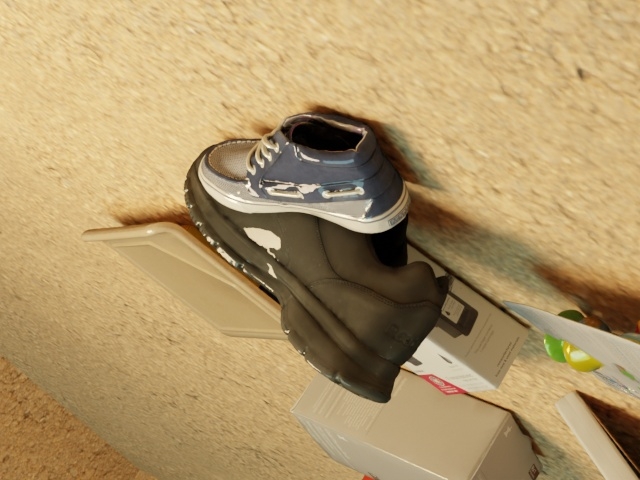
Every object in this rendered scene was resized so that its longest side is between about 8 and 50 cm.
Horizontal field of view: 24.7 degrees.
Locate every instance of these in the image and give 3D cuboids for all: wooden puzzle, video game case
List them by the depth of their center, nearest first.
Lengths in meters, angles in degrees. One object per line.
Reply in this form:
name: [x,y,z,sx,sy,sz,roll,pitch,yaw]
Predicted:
video game case: [0.320,0.274,1.313,0.285,0.025,0.204,47,-172,-41]
wooden puzzle: [-0.124,0.041,1.591,0.239,0.044,0.221,35,163,-23]

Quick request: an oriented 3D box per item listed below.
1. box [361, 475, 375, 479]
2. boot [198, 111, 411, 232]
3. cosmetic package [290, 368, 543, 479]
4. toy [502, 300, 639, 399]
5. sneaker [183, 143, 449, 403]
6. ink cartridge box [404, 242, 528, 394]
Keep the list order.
box: [0.101,0.336,1.634,0.128,0.257,0.122,20,158,35]
boot: [-0.024,-0.065,1.092,0.190,0.069,0.086,10,147,33]
cosmetic package: [0.103,0.210,1.552,0.238,0.107,0.127,21,157,41]
toy: [0.249,0.083,1.025,0.137,0.056,0.237,38,167,-29]
sneaker: [0.000,0.000,1.155,0.286,0.130,0.109,46,-169,35]
ink cartridge box: [0.084,0.064,1.243,0.150,0.063,0.109,35,163,-11]
